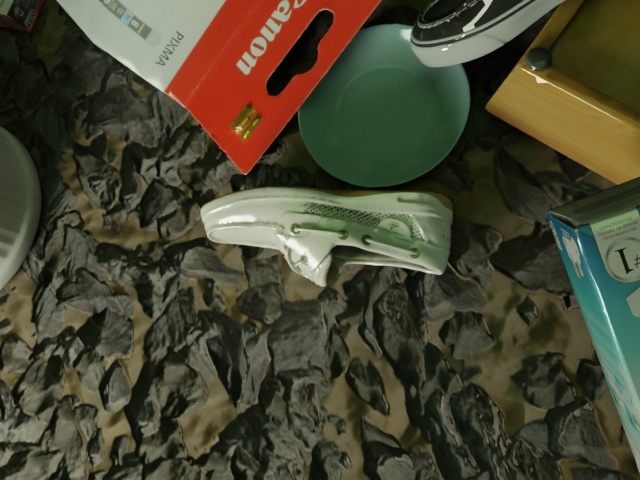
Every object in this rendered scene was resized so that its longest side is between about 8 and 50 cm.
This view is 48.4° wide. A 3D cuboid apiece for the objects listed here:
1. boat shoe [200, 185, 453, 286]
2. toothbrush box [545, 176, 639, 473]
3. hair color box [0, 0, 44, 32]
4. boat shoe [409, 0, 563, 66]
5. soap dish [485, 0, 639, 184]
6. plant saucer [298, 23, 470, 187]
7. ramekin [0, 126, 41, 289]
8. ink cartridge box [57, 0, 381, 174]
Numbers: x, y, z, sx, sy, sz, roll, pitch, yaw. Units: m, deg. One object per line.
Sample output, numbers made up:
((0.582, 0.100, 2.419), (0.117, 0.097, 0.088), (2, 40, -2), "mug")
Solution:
((0.000, 0.000, 0.758), (0.277, 0.098, 0.096), (0, 76, 14), "boat shoe")
((0.344, 0.080, 0.577), (0.216, 0.126, 0.296), (-22, 95, 10), "toothbrush box")
((-0.468, -0.356, 0.998), (0.167, 0.053, 0.093), (17, 81, 20), "hair color box")
((0.195, -0.273, 0.667), (0.306, 0.105, 0.113), (-20, 44, 42), "boat shoe")
((0.339, -0.201, 0.701), (0.229, 0.118, 0.291), (35, 87, 20), "soap dish")
((0.072, -0.148, 0.806), (0.194, 0.037, 0.195), (-3, 76, 14), "plant saucer")
((-0.503, -0.046, 0.894), (0.272, 0.127, 0.273), (-3, 77, 14), "ramekin")
((-0.136, -0.316, 0.831), (0.385, 0.091, 0.308), (48, 111, 21), "ink cartridge box")
